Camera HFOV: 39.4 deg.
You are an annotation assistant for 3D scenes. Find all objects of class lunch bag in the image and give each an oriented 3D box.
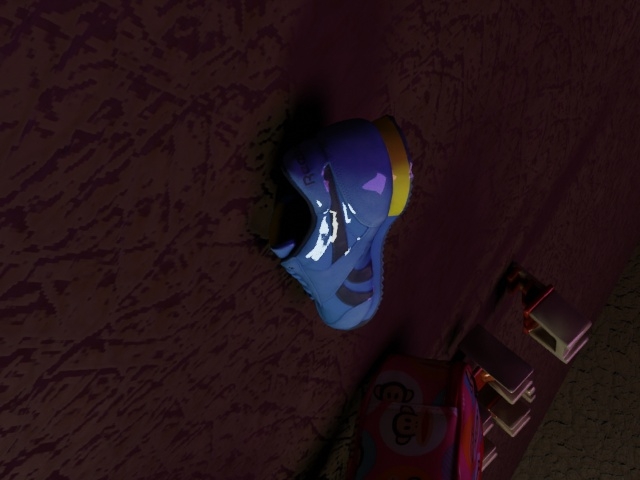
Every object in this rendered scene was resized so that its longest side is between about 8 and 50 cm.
[{"bbox_3d":[0.099,0.288,0.928,0.258,0.120,0.293,71,28,-57],"label":"lunch bag"}]

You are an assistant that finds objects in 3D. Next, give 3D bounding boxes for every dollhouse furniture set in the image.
[{"bbox_3d":[0.233,0.172,1.223,0.259,0.135,0.262,-45,155,-9],"label":"dollhouse furniture set"}]

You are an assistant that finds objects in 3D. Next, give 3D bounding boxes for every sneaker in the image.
[{"bbox_3d":[0.000,0.000,0.573,0.082,0.069,0.209,-16,151,-15],"label":"sneaker"}]
